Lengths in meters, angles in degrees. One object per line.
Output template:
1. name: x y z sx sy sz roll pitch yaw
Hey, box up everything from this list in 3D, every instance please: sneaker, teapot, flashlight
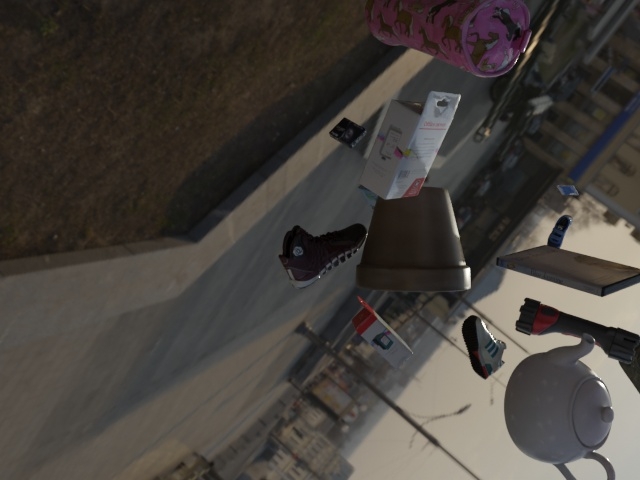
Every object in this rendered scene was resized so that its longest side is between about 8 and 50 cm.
1. sneaker: 0.353 0.216 1.399 0.075 0.057 0.161 -26 115 -17
2. teapot: 0.526 0.362 1.386 0.187 0.256 0.252 -4 -131 53
3. sneaker: 0.839 -0.029 2.321 0.144 0.053 0.059 -66 155 3
4. flashlight: 0.690 0.249 1.786 0.103 0.304 0.103 2 106 -66
5. sneaker: 0.000 0.000 1.894 0.281 0.162 0.106 -39 -155 -16

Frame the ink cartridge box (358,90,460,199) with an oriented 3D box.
1. ink cartridge box: 0.154 -0.175 1.138 0.115 0.067 0.198 -10 130 -51

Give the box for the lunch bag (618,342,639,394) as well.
1. lunch bag: 1.269 0.474 2.366 0.213 0.305 0.256 -29 172 -15

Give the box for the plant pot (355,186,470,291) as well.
1. plant pot: 0.259 -0.006 1.847 0.323 0.323 0.280 3 88 -74

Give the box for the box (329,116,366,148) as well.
1. box: 0.075 -0.298 1.824 0.067 0.083 0.018 -46 147 -12

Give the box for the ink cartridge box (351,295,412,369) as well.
1. ink cartridge box: 0.177 0.288 2.086 0.078 0.231 0.134 -45 -174 2

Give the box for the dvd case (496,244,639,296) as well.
1. dvd case: 0.529 0.058 1.392 0.180 0.253 0.022 -12 109 -36

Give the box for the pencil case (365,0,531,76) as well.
1. pencil case: 0.248 -0.443 1.341 0.167 0.386 0.160 -35 125 -7

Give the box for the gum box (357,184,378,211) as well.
1. gum box: 0.227 -0.115 2.293 0.041 0.157 0.184 -44 121 -15

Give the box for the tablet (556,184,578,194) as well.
1. tablet: 0.816 -0.167 2.174 0.083 0.054 0.006 29 71 -53
